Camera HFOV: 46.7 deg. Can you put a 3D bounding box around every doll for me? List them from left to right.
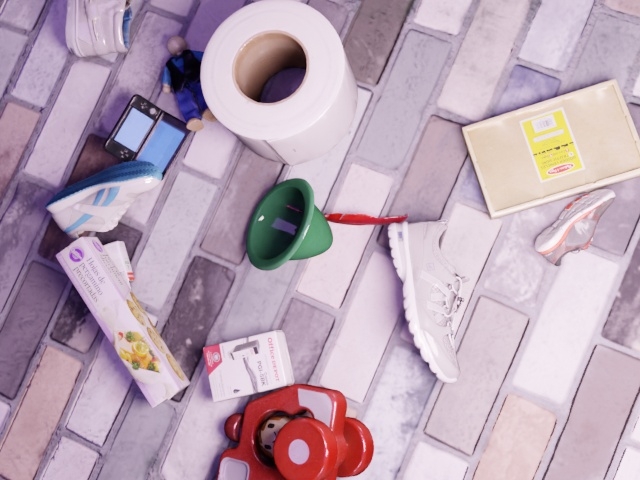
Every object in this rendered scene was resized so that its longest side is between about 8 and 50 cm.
[{"bbox_3d":[-0.242,-0.303,1.387,0.129,0.046,0.189,-28,71,15],"label":"doll"}]

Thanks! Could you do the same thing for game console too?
[{"bbox_3d":[-0.320,-0.191,1.376,0.071,0.107,0.122,28,87,42],"label":"game console"}]

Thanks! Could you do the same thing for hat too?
[{"bbox_3d":[0.000,0.000,1.311,0.208,0.184,0.172,2,71,53],"label":"hat"}]

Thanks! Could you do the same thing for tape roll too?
[{"bbox_3d":[-0.066,-0.270,1.286,0.246,0.169,0.246,-2,81,11],"label":"tape roll"}]

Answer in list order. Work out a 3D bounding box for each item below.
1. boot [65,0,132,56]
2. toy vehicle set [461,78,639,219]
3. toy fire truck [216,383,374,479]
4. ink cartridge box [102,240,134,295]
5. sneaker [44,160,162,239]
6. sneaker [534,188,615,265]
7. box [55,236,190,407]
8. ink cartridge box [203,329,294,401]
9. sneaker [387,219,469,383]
[{"bbox_3d":[-0.419,-0.483,1.433,0.123,0.095,0.258,0,90,5],"label":"boot"},{"bbox_3d":[0.391,-0.152,1.249,0.267,0.035,0.166,-17,80,8],"label":"toy vehicle set"},{"bbox_3d":[-0.066,0.384,1.210,0.254,0.169,0.302,3,81,30],"label":"toy fire truck"},{"bbox_3d":[-0.381,0.064,1.370,0.063,0.029,0.115,-18,86,8],"label":"ink cartridge box"},{"bbox_3d":[-0.384,-0.076,1.359,0.229,0.087,0.092,-19,117,16],"label":"sneaker"},{"bbox_3d":[0.427,-0.020,1.224,0.158,0.061,0.065,-41,104,4],"label":"sneaker"},{"bbox_3d":[-0.349,0.142,1.315,0.063,0.067,0.324,-34,84,5],"label":"box"},{"bbox_3d":[-0.124,0.217,1.286,0.135,0.056,0.099,-15,79,9],"label":"ink cartridge box"},{"bbox_3d":[0.193,0.093,1.218,0.115,0.105,0.281,-15,79,9],"label":"sneaker"}]
